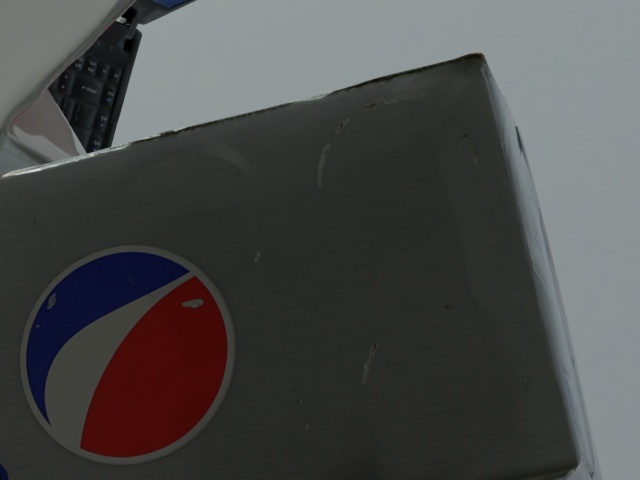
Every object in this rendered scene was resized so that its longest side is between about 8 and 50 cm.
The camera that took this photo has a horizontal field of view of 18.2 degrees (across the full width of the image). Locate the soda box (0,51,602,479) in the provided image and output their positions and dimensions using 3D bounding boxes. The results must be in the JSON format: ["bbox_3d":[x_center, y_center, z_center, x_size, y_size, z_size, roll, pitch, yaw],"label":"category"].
[{"bbox_3d":[-0.082,0.047,0.476,0.286,0.091,0.098,-14,-106,8],"label":"soda box"}]

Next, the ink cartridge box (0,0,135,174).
[{"bbox_3d":[-0.138,-0.101,0.681,0.239,0.060,0.275,-43,-132,10],"label":"ink cartridge box"}]

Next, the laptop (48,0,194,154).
[{"bbox_3d":[-0.098,-0.074,0.917,0.137,0.234,0.264,16,-90,25],"label":"laptop"}]
